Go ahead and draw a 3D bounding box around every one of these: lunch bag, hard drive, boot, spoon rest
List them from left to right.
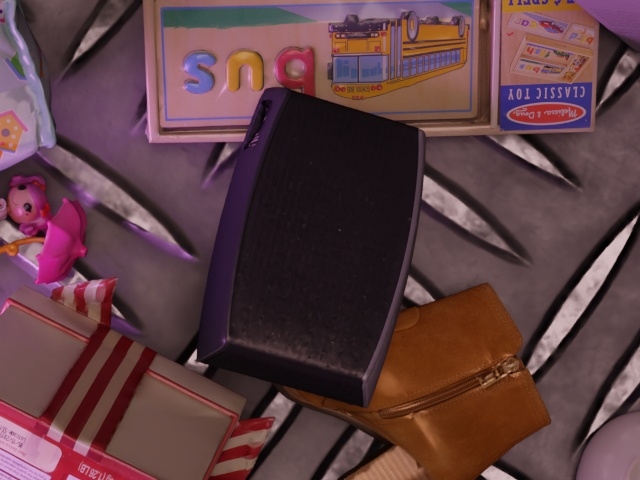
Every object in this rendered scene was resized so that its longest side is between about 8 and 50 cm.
[{"bbox_3d":[-0.340,-0.127,1.489,0.223,0.262,0.160,-17,104,-5],"label":"lunch bag"},{"bbox_3d":[0.000,0.000,1.521,0.172,0.054,0.255,17,72,-10],"label":"hard drive"},{"bbox_3d":[0.059,0.088,1.591,0.211,0.104,0.295,-33,93,-10],"label":"boot"},{"bbox_3d":[0.274,0.285,1.608,0.137,0.084,0.276,25,73,-3],"label":"spoon rest"}]

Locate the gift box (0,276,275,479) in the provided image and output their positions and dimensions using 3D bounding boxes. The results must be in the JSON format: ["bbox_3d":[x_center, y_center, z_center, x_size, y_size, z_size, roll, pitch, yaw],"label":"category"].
[{"bbox_3d":[-0.201,0.192,1.477,0.255,0.258,0.276,31,106,-2],"label":"gift box"}]

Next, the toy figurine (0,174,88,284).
[{"bbox_3d":[-0.288,-0.011,1.577,0.159,0.130,0.173,-11,64,-17],"label":"toy figurine"}]

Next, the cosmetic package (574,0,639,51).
[{"bbox_3d":[0.286,-0.239,1.538,0.085,0.231,0.117,10,85,30],"label":"cosmetic package"}]

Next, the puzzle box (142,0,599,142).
[{"bbox_3d":[0.044,-0.222,1.568,0.409,0.052,0.272,-3,111,-4],"label":"puzzle box"}]
